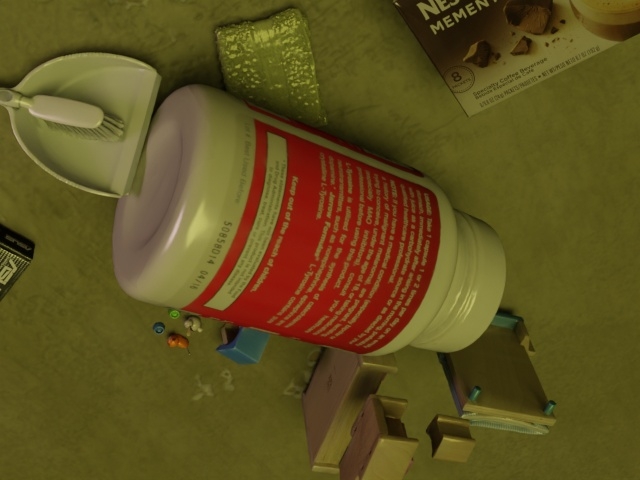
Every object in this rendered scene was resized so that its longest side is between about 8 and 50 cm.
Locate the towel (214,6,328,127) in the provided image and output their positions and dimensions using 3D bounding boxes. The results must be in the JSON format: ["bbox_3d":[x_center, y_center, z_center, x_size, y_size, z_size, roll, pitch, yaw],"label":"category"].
[{"bbox_3d":[-0.056,-0.180,0.907,0.110,0.027,0.148,-16,123,-4],"label":"towel"}]

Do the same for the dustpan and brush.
[{"bbox_3d":[-0.289,-0.137,0.840,0.211,0.060,0.147,13,85,12],"label":"dustpan and brush"}]

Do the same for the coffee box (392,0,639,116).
[{"bbox_3d":[0.239,-0.277,0.820,0.297,0.118,0.168,-24,126,25],"label":"coffee box"}]

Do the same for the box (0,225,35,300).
[{"bbox_3d":[-0.457,0.036,0.915,0.184,0.045,0.190,35,106,-27],"label":"box"}]

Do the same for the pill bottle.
[{"bbox_3d":[0.000,0.000,0.898,0.408,0.229,0.229,18,113,-29],"label":"pill bottle"}]

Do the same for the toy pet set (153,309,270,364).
[{"bbox_3d":[-0.132,0.118,1.036,0.114,0.065,0.122,37,105,-29],"label":"toy pet set"}]

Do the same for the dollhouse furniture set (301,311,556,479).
[{"bbox_3d":[0.159,0.240,1.061,0.304,0.286,0.198,11,122,-15],"label":"dollhouse furniture set"}]
